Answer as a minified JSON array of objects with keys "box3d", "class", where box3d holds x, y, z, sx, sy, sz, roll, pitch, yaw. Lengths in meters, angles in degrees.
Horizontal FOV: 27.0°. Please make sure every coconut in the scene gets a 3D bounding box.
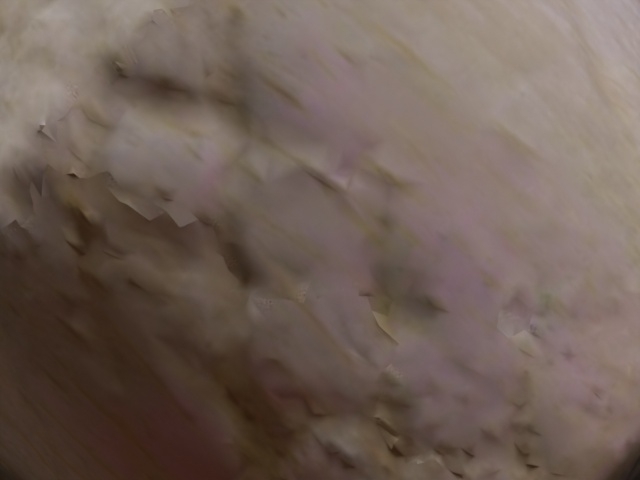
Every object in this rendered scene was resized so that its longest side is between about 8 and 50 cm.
[{"box3d":[0.000,0.000,0.587,0.415,0.415,0.344,20,59,41],"class":"coconut"}]
